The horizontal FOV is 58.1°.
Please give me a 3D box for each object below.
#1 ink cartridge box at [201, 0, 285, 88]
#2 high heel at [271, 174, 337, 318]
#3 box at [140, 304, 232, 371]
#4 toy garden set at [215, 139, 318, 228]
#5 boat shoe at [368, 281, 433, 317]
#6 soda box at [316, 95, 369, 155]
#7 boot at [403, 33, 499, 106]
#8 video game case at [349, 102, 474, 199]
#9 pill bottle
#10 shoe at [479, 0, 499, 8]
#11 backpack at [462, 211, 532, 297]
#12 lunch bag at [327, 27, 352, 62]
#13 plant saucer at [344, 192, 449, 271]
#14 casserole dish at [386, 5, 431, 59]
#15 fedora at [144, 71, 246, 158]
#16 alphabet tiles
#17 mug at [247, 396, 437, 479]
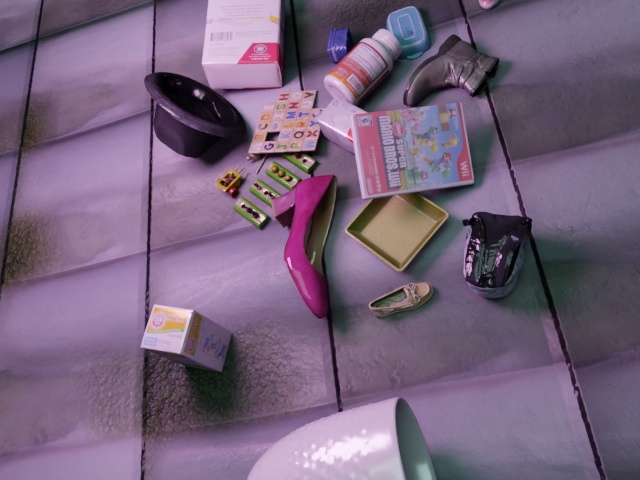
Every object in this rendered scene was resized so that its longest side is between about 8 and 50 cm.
[{"bbox_3d":[-0.223,-0.617,1.736,0.226,0.131,0.306,0,67,4],"label":"ink cartridge box"},{"bbox_3d":[0.000,0.000,1.413,0.181,0.127,0.377,-25,61,10],"label":"high heel"},{"bbox_3d":[-0.312,0.234,1.365,0.114,0.203,0.103,5,68,20],"label":"box"},{"bbox_3d":[-0.162,-0.183,1.593,0.203,0.049,0.244,36,81,28],"label":"toy garden set"},{"bbox_3d":[0.187,0.134,1.338,0.152,0.048,0.056,-19,62,9],"label":"boat shoe"},{"bbox_3d":[0.128,-0.265,1.510,0.286,0.098,0.091,35,81,27],"label":"soda box"},{"bbox_3d":[0.347,-0.426,1.525,0.161,0.083,0.246,40,85,22],"label":"boot"},{"bbox_3d":[0.223,-0.218,1.393,0.285,0.025,0.204,-9,89,-12],"label":"video game case"},{"bbox_3d":[0.121,-0.476,1.593,0.216,0.121,0.121,-46,62,-7],"label":"pill bottle"},{"bbox_3d":[0.489,-0.745,1.618,0.063,0.081,0.178,18,73,24],"label":"shoe"},{"bbox_3d":[0.388,0.037,1.281,0.151,0.115,0.182,5,69,32],"label":"backpack"},{"bbox_3d":[0.055,-0.575,1.689,0.065,0.067,0.099,-1,66,17],"label":"lunch bag"},{"bbox_3d":[0.188,-0.035,1.416,0.188,0.045,0.188,38,82,28],"label":"plant saucer"},{"bbox_3d":[0.250,-0.604,1.659,0.114,0.037,0.189,-16,64,11],"label":"casserole dish"},{"bbox_3d":[-0.376,-0.341,1.649,0.334,0.334,0.153,46,119,29],"label":"fedora"},{"bbox_3d":[-0.087,-0.341,1.638,0.198,0.009,0.237,0,56,18],"label":"alphabet tiles"},{"bbox_3d":[0.054,0.523,1.106,0.327,0.276,0.374,-20,93,15],"label":"mug"}]
